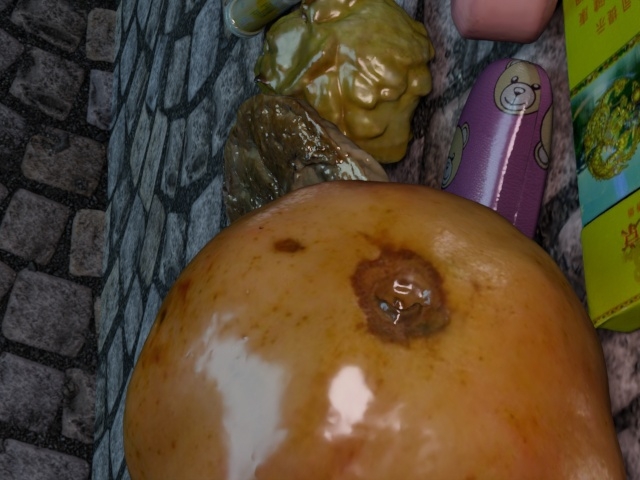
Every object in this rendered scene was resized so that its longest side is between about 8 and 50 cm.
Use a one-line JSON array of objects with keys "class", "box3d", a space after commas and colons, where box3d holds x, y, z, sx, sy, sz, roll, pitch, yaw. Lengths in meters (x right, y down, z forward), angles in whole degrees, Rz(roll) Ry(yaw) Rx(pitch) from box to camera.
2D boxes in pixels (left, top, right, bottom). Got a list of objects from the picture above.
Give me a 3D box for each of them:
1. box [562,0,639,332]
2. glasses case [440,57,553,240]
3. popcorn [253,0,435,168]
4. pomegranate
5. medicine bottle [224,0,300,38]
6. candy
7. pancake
[{"class": "box", "box3d": [0.268, -0.111, 1.017, 0.187, 0.047, 0.335, 137, 137, -59]}, {"class": "glasses case", "box3d": [0.157, -0.018, 1.229, 0.123, 0.075, 0.316, -153, 74, -69]}, {"class": "popcorn", "box3d": [0.019, -0.205, 1.519, 0.233, 0.192, 0.266, 12, 110, 64]}, {"class": "pomegranate", "box3d": [0.037, 0.149, 1.030, 0.411, 0.411, 0.412, -171, 90, -70]}, {"class": "medicine bottle", "box3d": [-0.088, -0.388, 2.076, 0.218, 0.074, 0.074, 168, 110, -67]}, {"class": "candy", "box3d": [0.177, -0.310, 1.174, 0.255, 0.094, 0.255, 6, -90, -88]}, {"class": "pancake", "box3d": [0.000, 0.001, 1.449, 0.387, 0.082, 0.387, 42, 147, 36]}]
